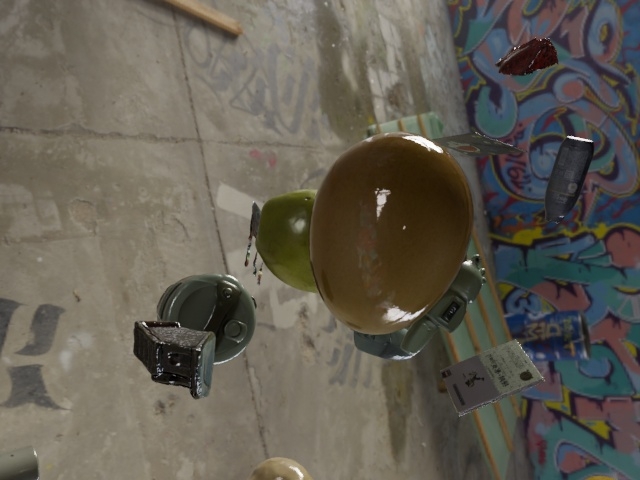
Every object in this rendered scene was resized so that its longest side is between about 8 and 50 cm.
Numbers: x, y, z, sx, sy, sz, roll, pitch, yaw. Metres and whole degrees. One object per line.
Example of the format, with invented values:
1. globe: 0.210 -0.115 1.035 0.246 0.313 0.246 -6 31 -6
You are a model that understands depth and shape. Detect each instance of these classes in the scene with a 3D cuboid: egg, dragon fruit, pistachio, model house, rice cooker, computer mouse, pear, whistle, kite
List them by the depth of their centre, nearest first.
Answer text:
1. egg: 0.106 -0.010 0.797 0.250 0.250 0.322 10 93 -59
2. model house: -0.269 0.215 0.901 0.106 0.152 0.165 -66 168 -64
3. whistle: 0.255 0.132 1.050 0.253 0.102 0.106 -54 167 -2
4. dragon fruit: 0.464 -0.425 1.155 0.131 0.097 0.063 44 -25 59
5. pear: 0.000 0.000 1.209 0.253 0.307 0.252 -172 -90 -89
6. pistachio: -0.109 0.654 1.280 0.188 0.299 0.187 10 59 -17
7. kite: -0.186 0.013 1.491 0.285 0.015 0.152 -88 156 -52
8. computer mouse: 0.203 0.309 1.569 0.068 0.229 0.113 178 -71 -83
9. rice cooker: -0.407 0.275 1.774 0.335 0.325 0.335 2 85 -23

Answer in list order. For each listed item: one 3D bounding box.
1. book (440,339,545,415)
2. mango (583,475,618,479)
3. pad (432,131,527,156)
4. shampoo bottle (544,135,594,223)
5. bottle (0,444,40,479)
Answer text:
1. book: 0.347 0.279 1.042 0.127 0.182 0.014 -101 165 -62
2. mango: 0.621 0.638 1.059 0.211 0.173 0.317 48 33 -11
3. pad: 0.421 -0.261 1.388 0.170 0.245 0.006 15 92 -18
4. shampoo bottle: 0.673 -0.162 1.381 0.049 0.087 0.233 -24 128 -55
5. bottle: -0.836 0.594 1.249 0.233 0.110 0.110 -3 83 -42
